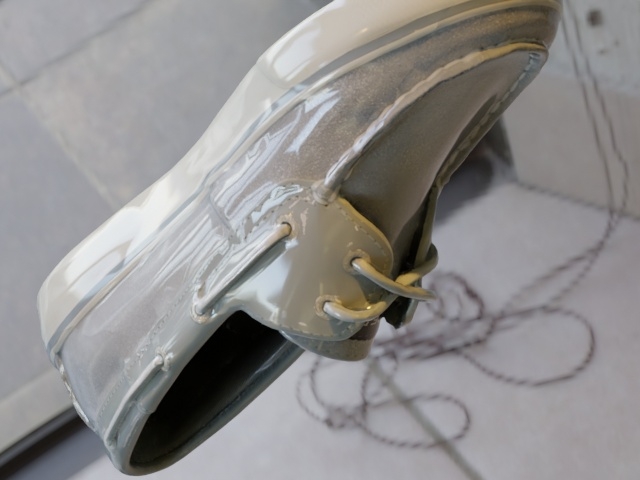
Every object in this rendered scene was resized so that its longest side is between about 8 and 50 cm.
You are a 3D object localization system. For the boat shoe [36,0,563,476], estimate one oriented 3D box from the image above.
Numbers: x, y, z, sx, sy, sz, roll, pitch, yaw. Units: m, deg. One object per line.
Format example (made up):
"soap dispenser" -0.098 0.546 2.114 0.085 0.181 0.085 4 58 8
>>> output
"boat shoe" -0.001 0.000 0.552 0.227 0.079 0.081 -40 66 36
